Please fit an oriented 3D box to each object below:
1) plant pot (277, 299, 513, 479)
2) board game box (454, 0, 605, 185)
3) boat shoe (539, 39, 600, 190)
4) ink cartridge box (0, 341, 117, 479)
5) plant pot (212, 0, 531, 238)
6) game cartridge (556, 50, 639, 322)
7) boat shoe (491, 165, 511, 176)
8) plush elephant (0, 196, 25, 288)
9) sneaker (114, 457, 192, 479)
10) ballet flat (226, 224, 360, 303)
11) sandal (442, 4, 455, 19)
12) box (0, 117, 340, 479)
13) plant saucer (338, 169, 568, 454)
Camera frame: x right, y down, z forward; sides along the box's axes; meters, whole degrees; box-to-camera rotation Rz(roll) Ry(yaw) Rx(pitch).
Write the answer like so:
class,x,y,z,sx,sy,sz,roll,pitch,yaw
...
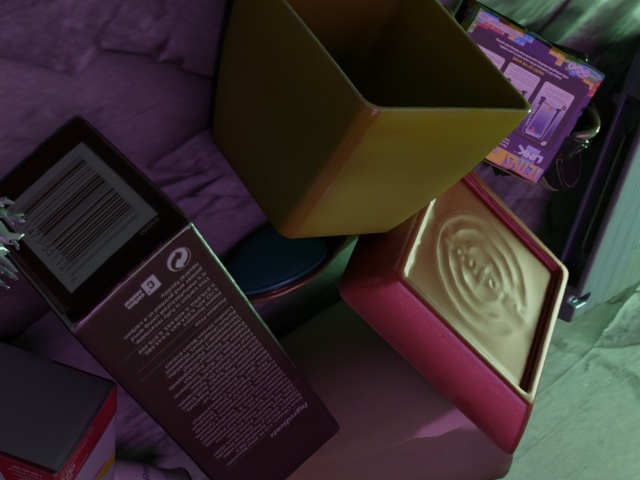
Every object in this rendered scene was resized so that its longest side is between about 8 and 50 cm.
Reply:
class,x,y,z,sx,sy,sz,roll,pitch,yaw
plant pot,0.029,0.178,1.648,0.274,0.256,0.256,-17,134,-13
board game box,0.190,-0.154,1.592,0.170,0.048,0.141,25,106,-24
boat shoe,0.278,-0.131,1.717,0.080,0.073,0.223,-56,147,-30
ink cartridge box,-0.270,0.211,1.398,0.127,0.128,0.176,-62,165,-47
plant pot,0.023,-0.118,1.398,0.212,0.212,0.187,-4,136,-43
game cartridge,0.395,-0.085,1.868,0.230,0.068,0.355,-27,140,-50
boat shoe,0.190,-0.113,1.684,0.040,0.049,0.142,-16,142,21
plush elephant,-0.393,-0.039,1.040,0.330,0.272,0.255,42,131,-22
sneaker,-0.259,0.344,1.611,0.129,0.111,0.297,30,98,-33
ballet flat,0.000,0.000,1.571,0.232,0.080,0.073,-38,152,-13
sandal,0.078,-0.155,1.523,0.049,0.072,0.180,11,113,-32
box,-0.142,0.080,1.407,0.143,0.191,0.381,-43,141,-7
plant saucer,0.154,0.040,1.536,0.258,0.259,0.047,44,132,-19
